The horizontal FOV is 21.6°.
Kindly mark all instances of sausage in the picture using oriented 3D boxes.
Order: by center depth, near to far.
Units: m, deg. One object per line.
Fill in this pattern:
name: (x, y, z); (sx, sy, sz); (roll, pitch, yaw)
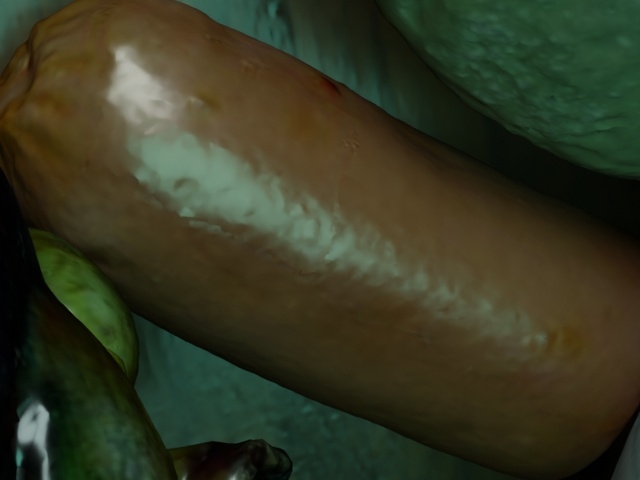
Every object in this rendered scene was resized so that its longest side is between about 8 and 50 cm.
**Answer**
sausage: (0.000, 0.000, 0.618); (0.259, 0.113, 0.113); (25, 93, -17)

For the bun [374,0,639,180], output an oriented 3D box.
bun: (0.167, -0.185, 0.539); (0.365, 0.219, 0.365); (-10, 109, -31)

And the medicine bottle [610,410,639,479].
medicine bottle: (0.184, 0.108, 0.595); (0.165, 0.165, 0.273); (0, 133, -14)

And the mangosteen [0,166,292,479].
mangosteen: (-0.200, 0.067, 0.486); (0.330, 0.330, 0.330); (-2, 100, -14)
